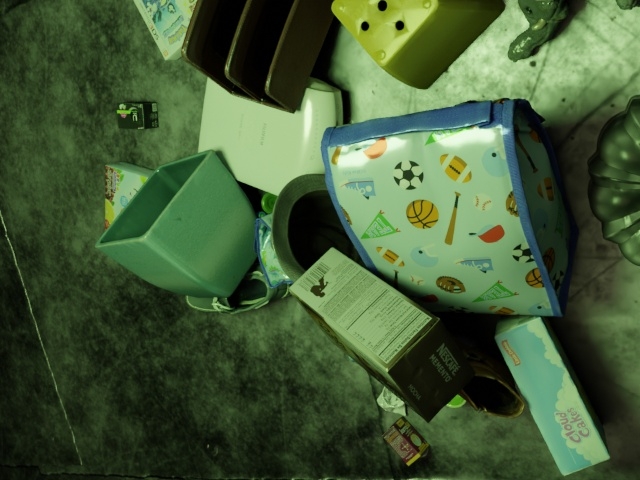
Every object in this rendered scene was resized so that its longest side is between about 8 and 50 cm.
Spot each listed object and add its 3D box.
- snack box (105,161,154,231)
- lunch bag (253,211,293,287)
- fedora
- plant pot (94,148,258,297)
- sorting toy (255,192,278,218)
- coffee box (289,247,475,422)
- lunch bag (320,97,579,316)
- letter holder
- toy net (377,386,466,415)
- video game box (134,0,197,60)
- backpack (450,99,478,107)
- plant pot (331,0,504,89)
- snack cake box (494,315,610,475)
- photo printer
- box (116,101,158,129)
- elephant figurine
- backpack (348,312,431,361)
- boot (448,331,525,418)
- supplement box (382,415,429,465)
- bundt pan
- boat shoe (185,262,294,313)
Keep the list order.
[{"bbox_3d":[-0.442,-0.072,1.760,0.175,0.070,0.207,18,113,27],"label":"snack box"},{"bbox_3d":[-0.069,0.008,1.516,0.096,0.129,0.151,-15,97,39],"label":"lunch bag"},{"bbox_3d":[0.000,0.000,1.422,0.124,0.276,0.243,-22,66,58],"label":"fedora"},{"bbox_3d":[-0.275,-0.008,1.552,0.248,0.247,0.252,-6,136,50],"label":"plant pot"},{"bbox_3d":[-0.114,-0.058,1.581,0.042,0.061,0.101,-167,74,-65],"label":"sorting toy"},{"bbox_3d":[0.098,0.153,1.226,0.297,0.119,0.168,34,164,49],"label":"coffee box"},{"bbox_3d":[0.218,-0.066,1.186,0.328,0.238,0.385,-5,140,33],"label":"lunch bag"},{"bbox_3d":[-0.096,-0.418,1.301,0.152,0.214,0.301,22,89,25],"label":"letter holder"},{"bbox_3d":[0.197,0.301,1.489,0.232,0.045,0.122,-27,89,34],"label":"toy net"},{"bbox_3d":[-0.306,-0.525,1.564,0.205,0.048,0.187,-30,90,34],"label":"video game box"},{"bbox_3d":[0.247,-0.187,1.296,0.114,0.084,0.105,-22,94,30],"label":"backpack"},{"bbox_3d":[0.147,-0.399,1.236,0.212,0.187,0.212,51,123,9],"label":"plant pot"},{"bbox_3d":[0.406,0.254,1.272,0.089,0.152,0.264,-27,89,16],"label":"snack cake box"},{"bbox_3d":[-0.099,-0.227,1.484,0.308,0.107,0.255,23,115,25],"label":"photo printer"},{"bbox_3d":[-0.432,-0.296,1.702,0.083,0.052,0.062,7,107,29],"label":"box"},{"bbox_3d":[0.373,-0.411,1.126,0.240,0.169,0.185,1,75,47],"label":"elephant figurine"},{"bbox_3d":[0.127,0.155,1.450,0.173,0.117,0.158,-20,93,31],"label":"backpack"},{"bbox_3d":[0.220,0.228,1.296,0.284,0.220,0.109,26,98,-4],"label":"boot"},{"bbox_3d":[0.181,0.424,1.528,0.083,0.055,0.043,46,121,12],"label":"supplement box"},{"bbox_3d":[0.569,-0.085,1.106,0.331,0.124,0.330,9,107,29],"label":"bundt pan"},{"bbox_3d":[-0.205,0.112,1.649,0.320,0.099,0.116,-10,98,33],"label":"boat shoe"}]
